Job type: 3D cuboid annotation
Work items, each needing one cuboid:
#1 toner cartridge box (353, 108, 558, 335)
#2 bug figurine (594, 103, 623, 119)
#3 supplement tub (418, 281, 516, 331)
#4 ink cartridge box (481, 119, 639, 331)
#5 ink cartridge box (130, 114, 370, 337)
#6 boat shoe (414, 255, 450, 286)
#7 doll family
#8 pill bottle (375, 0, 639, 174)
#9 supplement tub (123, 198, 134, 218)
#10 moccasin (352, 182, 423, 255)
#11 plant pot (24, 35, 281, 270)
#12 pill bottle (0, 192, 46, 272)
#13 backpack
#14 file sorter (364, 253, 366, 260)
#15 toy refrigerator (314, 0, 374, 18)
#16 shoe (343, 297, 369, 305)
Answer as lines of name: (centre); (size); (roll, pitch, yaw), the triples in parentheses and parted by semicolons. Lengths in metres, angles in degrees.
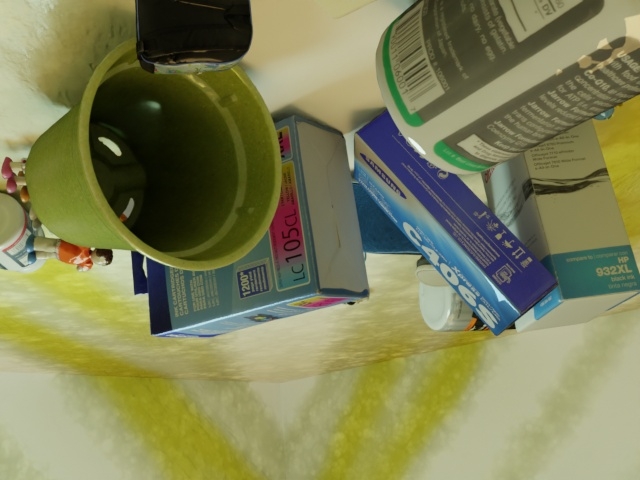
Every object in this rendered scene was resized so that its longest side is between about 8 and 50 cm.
toner cartridge box: (0.186, -0.024, 0.989); (0.075, 0.348, 0.165); (-37, 163, -10)
bug figurine: (0.338, -0.220, 0.860); (0.216, 0.072, 0.279); (-4, 162, -4)
supplement tub: (0.440, 0.145, 1.770); (0.316, 0.193, 0.193); (0, 160, -18)
ink cartridge box: (0.370, -0.030, 1.062); (0.129, 0.307, 0.223); (-8, 161, -2)
ink cartridge box: (-0.139, 0.003, 1.054); (0.395, 0.270, 0.151); (-18, 162, 33)
boat shoe: (0.373, 0.049, 1.519); (0.335, 0.095, 0.112); (-1, 145, 37)
doll family: (-0.394, -0.065, 1.071); (0.163, 0.118, 0.263); (4, 137, -5)
pill bottle: (0.240, -0.219, 0.630); (0.204, 0.204, 0.361); (9, 157, -36)
supplement tub: (-0.359, -0.032, 1.210); (0.071, 0.071, 0.107); (9, 157, -36)
moccasin: (0.133, -0.026, 1.210); (0.342, 0.138, 0.117); (15, -172, 4)
plant pot: (-0.235, -0.089, 0.838); (0.254, 0.276, 0.276); (-8, 164, 42)
pill bottle: (-0.555, -0.005, 1.177); (0.108, 0.108, 0.180); (-4, 161, -6)
backpack: (-0.129, -0.222, 0.678); (0.114, 0.105, 0.084); (-2, -177, -12)
file sorter: (0.000, 0.000, 1.357); (0.118, 0.104, 0.170); (-22, 155, 38)
toy refrigerator: (0.096, -0.294, 0.526); (0.269, 0.102, 0.094); (-16, 159, 30)
shoe: (0.066, 0.167, 1.935); (0.076, 0.058, 0.219); (-21, 156, 39)
